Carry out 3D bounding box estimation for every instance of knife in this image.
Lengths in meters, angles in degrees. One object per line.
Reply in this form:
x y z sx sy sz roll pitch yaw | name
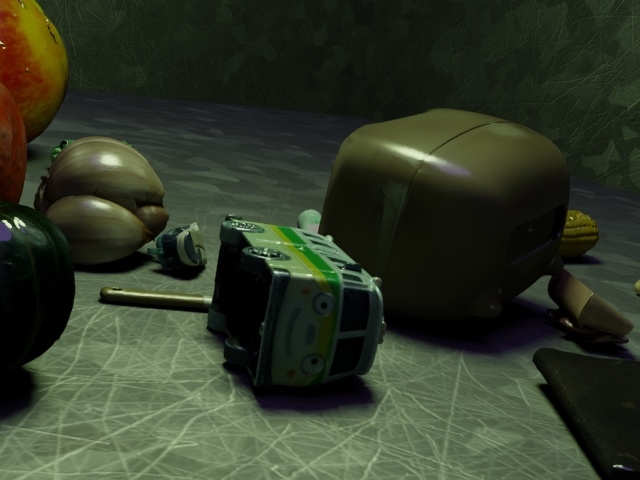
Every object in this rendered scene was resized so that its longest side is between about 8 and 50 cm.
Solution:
-0.128 0.078 1.378 0.298 0.017 0.047 6 6 -17 | knife

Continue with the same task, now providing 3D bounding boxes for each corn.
0.446 -0.011 2.108 0.262 0.097 0.097 -2 17 -43 | corn

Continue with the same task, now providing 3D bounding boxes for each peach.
-0.679 -0.329 2.115 0.370 0.370 0.370 10 12 -2 | peach

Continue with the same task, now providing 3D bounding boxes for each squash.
-0.329 0.038 1.009 0.218 0.172 0.218 18 -7 2 | squash

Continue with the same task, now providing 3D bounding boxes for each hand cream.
0.000 0.000 1.817 0.076 0.047 0.174 8 20 -15 | hand cream

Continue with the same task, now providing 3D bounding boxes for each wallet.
0.342 0.194 1.166 0.170 0.044 0.321 8 15 -5 | wallet

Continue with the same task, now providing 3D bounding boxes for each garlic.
-0.310 -0.062 1.532 0.191 0.160 0.214 -7 11 -11 | garlic

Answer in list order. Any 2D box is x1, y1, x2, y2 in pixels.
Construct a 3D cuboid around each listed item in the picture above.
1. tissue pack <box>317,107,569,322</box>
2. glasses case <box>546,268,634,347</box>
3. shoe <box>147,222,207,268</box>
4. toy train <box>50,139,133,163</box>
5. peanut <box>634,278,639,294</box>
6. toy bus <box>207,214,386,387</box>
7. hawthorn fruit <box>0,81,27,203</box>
0.196 -0.040 1.563 0.277 0.267 0.387 20 21 26 | tissue pack
0.385 0.112 1.576 0.102 0.070 0.193 37 7 -7 | glasses case
-0.199 0.011 1.553 0.071 0.064 0.143 -10 5 3 | shoe
-0.445 -0.163 2.139 0.104 0.071 0.178 8 8 31 | toy train
0.582 0.079 1.938 0.037 0.037 0.083 17 17 29 | peanut
-0.029 0.065 1.231 0.165 0.133 0.276 6 12 -17 | toy bus
-0.504 -0.139 1.421 0.276 0.307 0.276 22 17 -7 | hawthorn fruit
